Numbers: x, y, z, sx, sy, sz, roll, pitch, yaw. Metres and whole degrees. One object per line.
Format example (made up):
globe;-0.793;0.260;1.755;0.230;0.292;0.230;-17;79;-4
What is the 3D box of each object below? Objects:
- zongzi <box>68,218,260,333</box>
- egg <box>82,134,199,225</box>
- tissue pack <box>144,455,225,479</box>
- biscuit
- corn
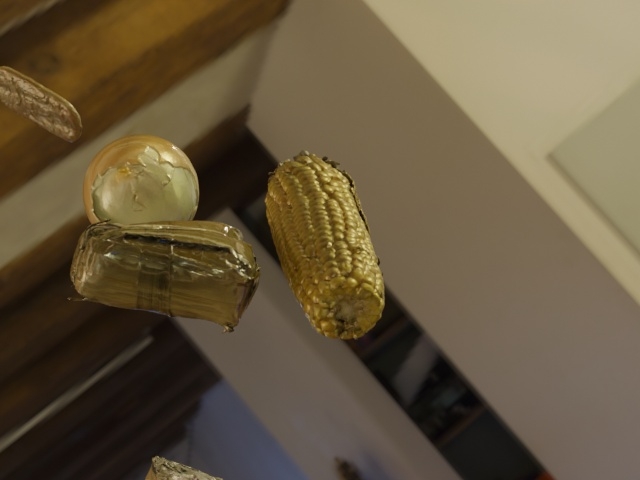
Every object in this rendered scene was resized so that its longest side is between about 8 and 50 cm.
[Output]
zongzi;-0.165;0.014;1.531;0.197;0.194;0.099;-102;25;-68
egg;-0.310;-0.086;2.464;0.201;0.201;0.244;-41;12;1
tissue pack;-0.129;0.393;1.576;0.123;0.215;0.257;-163;93;-75
biscuit;-0.364;-0.175;1.826;0.018;0.147;0.071;-47;-21;-35
corn;0.000;0.000;1.579;0.115;0.115;0.318;-43;26;14
